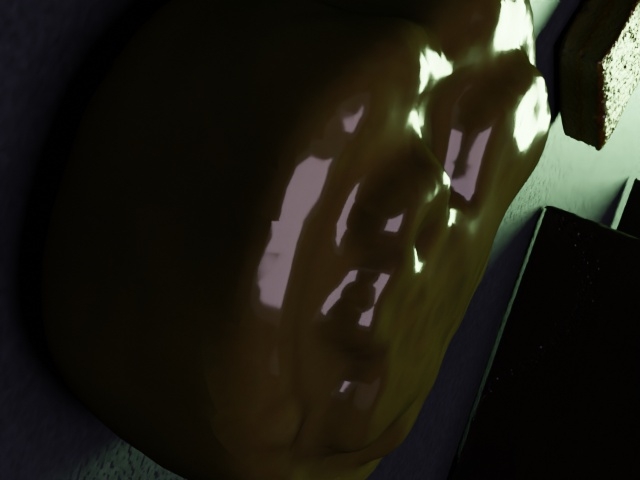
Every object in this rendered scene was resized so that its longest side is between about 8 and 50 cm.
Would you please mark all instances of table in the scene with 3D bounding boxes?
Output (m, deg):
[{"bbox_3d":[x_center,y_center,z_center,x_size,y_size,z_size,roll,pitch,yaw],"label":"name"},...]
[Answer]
[{"bbox_3d":[0.242,0.125,1.230,0.250,0.196,0.282,-13,123,-64],"label":"table"}]

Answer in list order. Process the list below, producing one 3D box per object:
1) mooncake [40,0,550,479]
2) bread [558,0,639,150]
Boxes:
[{"bbox_3d":[0.000,0.000,0.630,0.235,0.117,0.235,-52,153,-40],"label":"mooncake"},{"bbox_3d":[0.181,-0.119,1.052,0.090,0.035,0.094,-58,157,-24],"label":"bread"}]
